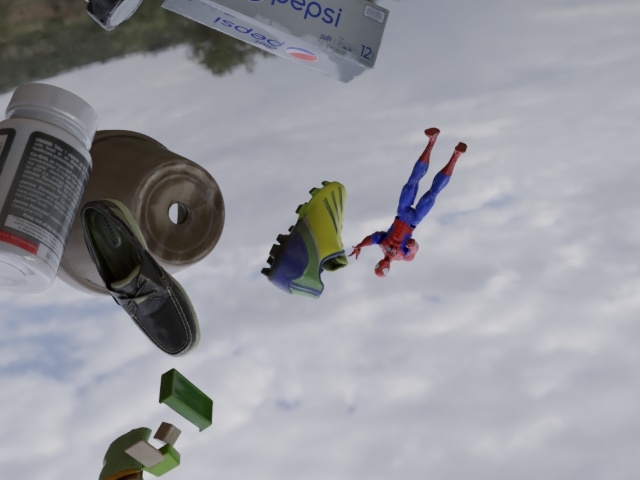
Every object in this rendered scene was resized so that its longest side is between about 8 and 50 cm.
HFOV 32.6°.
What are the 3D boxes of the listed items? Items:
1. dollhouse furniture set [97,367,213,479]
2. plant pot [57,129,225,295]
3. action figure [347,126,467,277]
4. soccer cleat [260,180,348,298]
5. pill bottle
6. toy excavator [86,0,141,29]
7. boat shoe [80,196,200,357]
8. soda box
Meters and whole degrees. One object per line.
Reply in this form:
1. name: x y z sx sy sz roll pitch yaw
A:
1. dollhouse furniture set: -0.177 0.189 1.052 0.151 0.058 0.076 -34 -148 23
2. plant pot: -0.328 -0.049 2.000 0.323 0.323 0.280 -24 -164 -33
3. action figure: 0.142 -0.043 1.848 0.091 0.280 0.139 30 -152 13
4. soccer cleat: -0.001 0.001 1.801 0.121 0.093 0.289 28 -143 3
5. pill bottle: -0.433 -0.078 1.622 0.161 0.161 0.283 -4 -120 33
6. toy excavator: -0.286 -0.652 1.903 0.445 0.222 0.433 -47 177 -26
7. boat shoe: -0.228 0.048 1.331 0.080 0.224 0.073 -32 176 13
8. soda box: -0.059 -0.309 1.458 0.286 0.091 0.098 19 169 -19
